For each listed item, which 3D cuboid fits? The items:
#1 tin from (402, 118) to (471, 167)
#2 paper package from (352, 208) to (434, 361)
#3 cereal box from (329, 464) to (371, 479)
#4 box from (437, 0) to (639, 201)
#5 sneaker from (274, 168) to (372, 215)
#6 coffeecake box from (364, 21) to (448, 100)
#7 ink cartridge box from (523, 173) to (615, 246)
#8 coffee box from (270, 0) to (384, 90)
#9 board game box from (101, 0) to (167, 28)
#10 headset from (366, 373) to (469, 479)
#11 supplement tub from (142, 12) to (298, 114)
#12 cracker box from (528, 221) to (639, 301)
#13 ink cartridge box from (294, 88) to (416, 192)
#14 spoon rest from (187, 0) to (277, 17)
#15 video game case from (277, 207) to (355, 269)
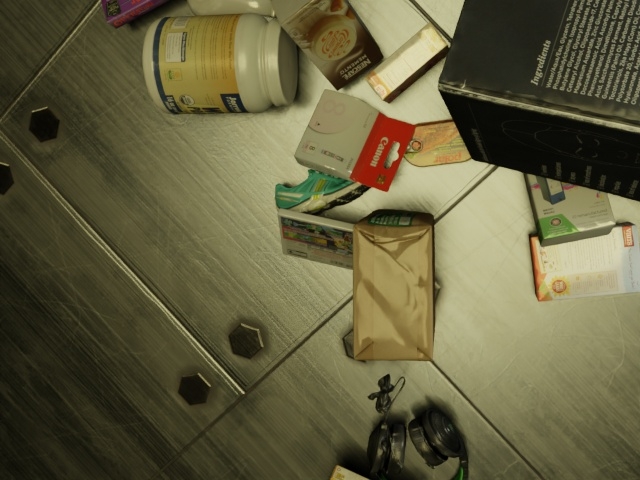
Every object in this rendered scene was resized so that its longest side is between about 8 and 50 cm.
[{"bbox_3d":[0.285,-0.231,1.629,0.190,0.040,0.106,-5,93,13],"label":"tin"},{"bbox_3d":[0.174,0.091,1.553,0.168,0.325,0.309,0,97,11],"label":"paper package"},{"bbox_3d":[0.130,0.669,1.739,0.240,0.047,0.173,22,138,11],"label":"cereal box"},{"bbox_3d":[0.514,-0.281,1.267,0.472,0.480,0.297,16,87,20],"label":"box"},{"bbox_3d":[0.013,-0.134,1.669,0.276,0.107,0.109,-18,83,12],"label":"sneaker"},{"bbox_3d":[0.199,-0.399,1.566,0.185,0.142,0.068,-39,89,15],"label":"coffeecake box"},{"bbox_3d":[0.547,-0.108,1.533,0.155,0.093,0.212,-12,73,12],"label":"ink cartridge box"},{"bbox_3d":[0.020,-0.471,1.537,0.141,0.246,0.098,-33,52,16],"label":"coffee box"},{"bbox_3d":[-0.389,-0.683,1.666,0.347,0.056,0.208,-23,80,14],"label":"board game box"},{"bbox_3d":[0.218,0.507,1.675,0.244,0.185,0.393,-17,106,14],"label":"headset"},{"bbox_3d":[-0.226,-0.411,1.607,0.317,0.228,0.228,1,98,12],"label":"supplement tub"},{"bbox_3d":[0.610,0.050,1.588,0.233,0.067,0.155,-7,97,13],"label":"cracker box"},{"bbox_3d":[0.080,-0.236,1.610,0.233,0.066,0.189,19,77,22],"label":"ink cartridge box"},{"bbox_3d":[-0.206,-0.585,1.665,0.277,0.084,0.137,21,101,21],"label":"spoon rest"},{"bbox_3d":[0.000,0.000,1.664,0.202,0.183,0.023,13,59,10],"label":"video game case"}]
